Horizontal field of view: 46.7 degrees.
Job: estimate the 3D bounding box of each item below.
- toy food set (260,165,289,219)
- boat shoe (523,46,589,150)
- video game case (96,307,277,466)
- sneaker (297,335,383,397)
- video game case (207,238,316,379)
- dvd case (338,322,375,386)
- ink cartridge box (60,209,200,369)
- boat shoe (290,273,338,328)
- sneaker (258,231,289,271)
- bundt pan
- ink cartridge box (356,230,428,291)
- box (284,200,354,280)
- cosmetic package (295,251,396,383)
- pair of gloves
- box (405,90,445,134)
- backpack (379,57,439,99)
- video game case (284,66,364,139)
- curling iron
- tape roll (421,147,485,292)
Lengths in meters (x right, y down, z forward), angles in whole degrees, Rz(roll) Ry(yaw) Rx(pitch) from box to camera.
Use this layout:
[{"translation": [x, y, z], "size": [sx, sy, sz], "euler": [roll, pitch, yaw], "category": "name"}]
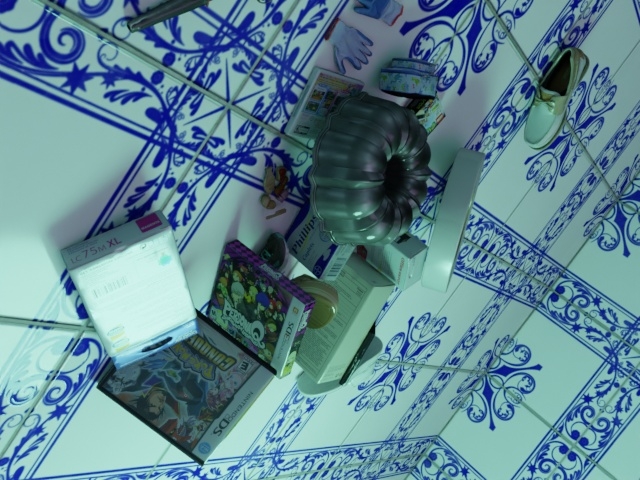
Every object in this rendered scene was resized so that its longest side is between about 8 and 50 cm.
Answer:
[{"translation": [-0.094, -0.107, 1.542], "size": [0.078, 0.019, 0.122], "euler": [-23, 133, -39], "category": "toy food set"}, {"translation": [0.657, -0.408, 2.118], "size": [0.103, 0.113, 0.302], "euler": [7, 107, -54], "category": "boat shoe"}, {"translation": [-0.271, 0.284, 1.516], "size": [0.248, 0.275, 0.035], "euler": [-51, -174, 2], "category": "video game case"}, {"translation": [0.058, 0.411, 2.223], "size": [0.293, 0.108, 0.169], "euler": [-26, 149, -23], "category": "sneaker"}, {"translation": [-0.130, 0.144, 1.554], "size": [0.042, 0.232, 0.210], "euler": [-23, 141, -48], "category": "video game case"}, {"translation": [0.104, 0.270, 2.063], "size": [0.180, 0.022, 0.253], "euler": [-63, -175, 20], "category": "dvd case"}, {"translation": [-0.338, 0.099, 1.366], "size": [0.186, 0.065, 0.311], "euler": [-25, 139, -18], "category": "ink cartridge box"}, {"translation": [-0.045, 0.124, 1.641], "size": [0.110, 0.122, 0.341], "euler": [-59, -165, -23], "category": "boat shoe"}, {"translation": [-0.124, 0.057, 1.640], "size": [0.076, 0.065, 0.166], "euler": [-8, 129, -44], "category": "sneaker"}, {"translation": [0.123, -0.136, 1.535], "size": [0.331, 0.124, 0.330], "euler": [-21, 117, -48], "category": "bundt pan"}, {"translation": [0.180, 0.026, 1.889], "size": [0.072, 0.175, 0.127], "euler": [-30, 145, -30], "category": "ink cartridge box"}, {"translation": [0.000, 0.000, 1.661], "size": [0.072, 0.137, 0.126], "euler": [7, 118, -55], "category": "box"}, {"translation": [0.041, 0.197, 1.914], "size": [0.113, 0.160, 0.309], "euler": [2, 123, -54], "category": "cosmetic package"}, {"translation": [0.085, -0.415, 1.433], "size": [0.198, 0.023, 0.159], "euler": [-56, 149, 9], "category": "pair of gloves"}, {"translation": [0.206, -0.256, 1.752], "size": [0.207, 0.036, 0.114], "euler": [-49, 150, -3], "category": "box"}, {"translation": [0.182, -0.342, 1.565], "size": [0.114, 0.105, 0.084], "euler": [-9, 108, -48], "category": "backpack"}, {"translation": [0.010, -0.269, 1.497], "size": [0.157, 0.019, 0.143], "euler": [1, 122, -52], "category": "video game case"}, {"translation": [-0.170, -0.367, 1.135], "size": [0.274, 0.035, 0.068], "euler": [-31, 145, -30], "category": "curling iron"}, {"translation": [0.352, -0.054, 1.965], "size": [0.392, 0.072, 0.391], "euler": [15, 90, -78], "category": "tape roll"}]
